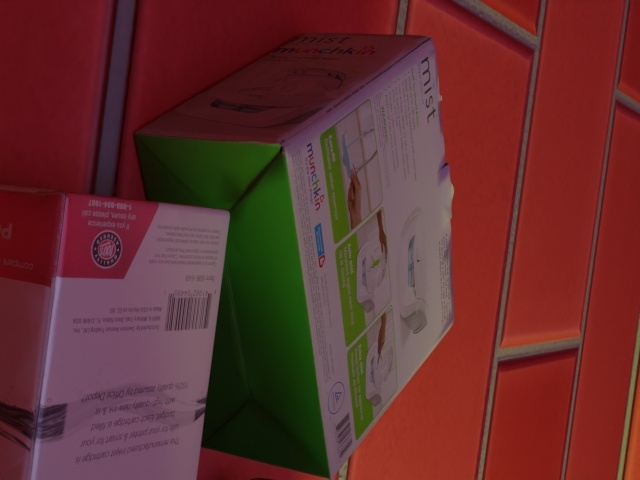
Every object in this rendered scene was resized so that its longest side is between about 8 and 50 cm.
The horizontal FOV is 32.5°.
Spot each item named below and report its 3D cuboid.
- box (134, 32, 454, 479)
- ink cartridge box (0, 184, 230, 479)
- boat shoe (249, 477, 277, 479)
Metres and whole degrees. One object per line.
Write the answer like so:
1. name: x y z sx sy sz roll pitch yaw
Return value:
1. box: 0.000 0.000 0.832 0.231 0.126 0.262 -44 133 -49
2. ink cartridge box: -0.141 0.082 0.636 0.158 0.092 0.218 6 91 -61
3. boat shoe: -0.028 0.319 0.888 0.089 0.104 0.285 -47 137 -50
